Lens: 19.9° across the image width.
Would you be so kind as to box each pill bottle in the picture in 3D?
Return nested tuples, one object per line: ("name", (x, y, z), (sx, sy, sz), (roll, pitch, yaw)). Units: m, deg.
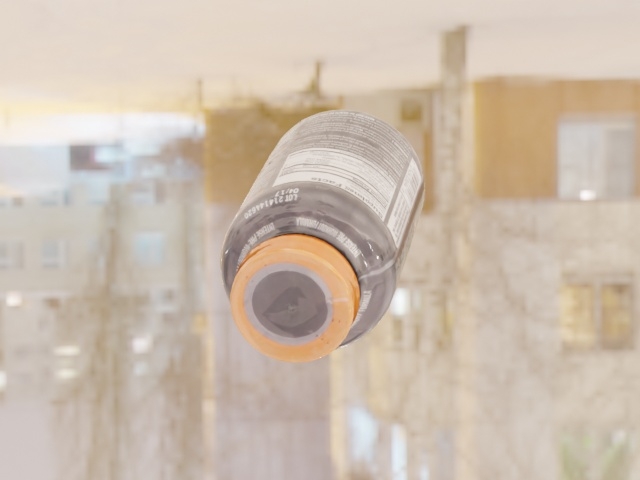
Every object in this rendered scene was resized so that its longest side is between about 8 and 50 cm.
("pill bottle", (0.000, 0.000, 1.356), (0.130, 0.130, 0.246), (0, -158, 11))
